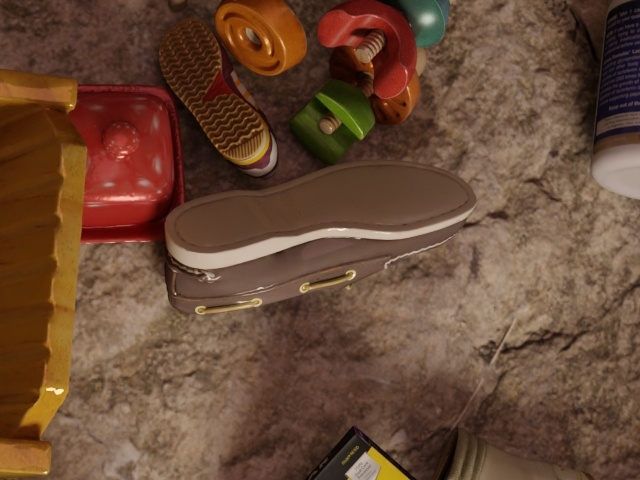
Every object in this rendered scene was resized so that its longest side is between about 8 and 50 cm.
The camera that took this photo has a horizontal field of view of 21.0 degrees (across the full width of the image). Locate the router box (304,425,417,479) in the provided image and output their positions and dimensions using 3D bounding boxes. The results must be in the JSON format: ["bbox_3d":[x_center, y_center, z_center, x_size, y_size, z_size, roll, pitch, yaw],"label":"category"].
[{"bbox_3d":[0.023,0.287,1.648,0.133,0.046,0.179,41,93,-5],"label":"router box"}]

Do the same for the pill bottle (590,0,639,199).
[{"bbox_3d":[0.373,-0.185,1.834,0.153,0.153,0.264,11,76,-15],"label":"pill bottle"}]

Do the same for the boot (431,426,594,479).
[{"bbox_3d":[0.172,0.305,1.708,0.165,0.077,0.213,22,68,-12],"label":"boot"}]

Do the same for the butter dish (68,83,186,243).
[{"bbox_3d":[-0.200,-0.084,1.653,0.160,0.118,0.160,-2,79,-19],"label":"butter dish"}]

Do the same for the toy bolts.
[{"bbox_3d":[0.037,-0.218,1.694,0.218,0.228,0.158,46,60,-6],"label":"toy bolts"}]

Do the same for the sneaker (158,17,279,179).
[{"bbox_3d":[-0.101,-0.137,1.729,0.070,0.084,0.185,-30,63,3],"label":"sneaker"}]

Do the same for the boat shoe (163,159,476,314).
[{"bbox_3d":[0.000,0.000,1.709,0.324,0.096,0.116,-12,42,-23],"label":"boat shoe"}]

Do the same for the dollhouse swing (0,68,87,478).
[{"bbox_3d":[-0.416,0.019,1.485,0.305,0.315,0.346,13,74,-35],"label":"dollhouse swing"}]

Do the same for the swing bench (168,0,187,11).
[{"bbox_3d":[-0.011,-0.345,1.694,0.253,0.255,0.165,-4,80,-18],"label":"swing bench"}]
